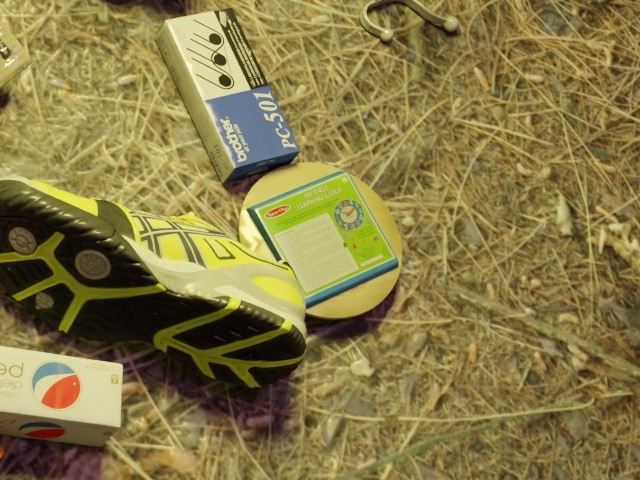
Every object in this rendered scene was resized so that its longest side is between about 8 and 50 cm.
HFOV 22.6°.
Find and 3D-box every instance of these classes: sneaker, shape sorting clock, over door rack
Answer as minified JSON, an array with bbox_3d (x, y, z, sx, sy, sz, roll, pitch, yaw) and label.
[{"bbox_3d":[-0.194,0.031,1.749,0.384,0.145,0.147,27,35,-16],"label":"sneaker"},{"bbox_3d":[0.000,0.000,1.905,0.206,0.040,0.206,10,64,-20],"label":"shape sorting clock"},{"bbox_3d":[0.220,-0.394,2.107,0.108,0.239,0.324,49,54,5],"label":"over door rack"}]

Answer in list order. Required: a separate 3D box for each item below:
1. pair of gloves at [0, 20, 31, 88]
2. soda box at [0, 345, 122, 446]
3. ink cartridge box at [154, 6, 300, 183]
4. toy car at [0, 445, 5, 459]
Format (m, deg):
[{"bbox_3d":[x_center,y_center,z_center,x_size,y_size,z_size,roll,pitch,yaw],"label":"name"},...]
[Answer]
[{"bbox_3d":[-0.455,-0.210,1.725,0.240,0.042,0.204,45,62,-21],"label":"pair of gloves"},{"bbox_3d":[-0.314,0.156,1.638,0.216,0.069,0.074,10,61,-22],"label":"soda box"},{"bbox_3d":[-0.113,-0.177,1.935,0.097,0.046,0.207,-16,74,-32],"label":"ink cartridge box"},{"bbox_3d":[-0.320,0.249,1.603,0.060,0.040,0.122,-28,80,-36],"label":"toy car"}]
